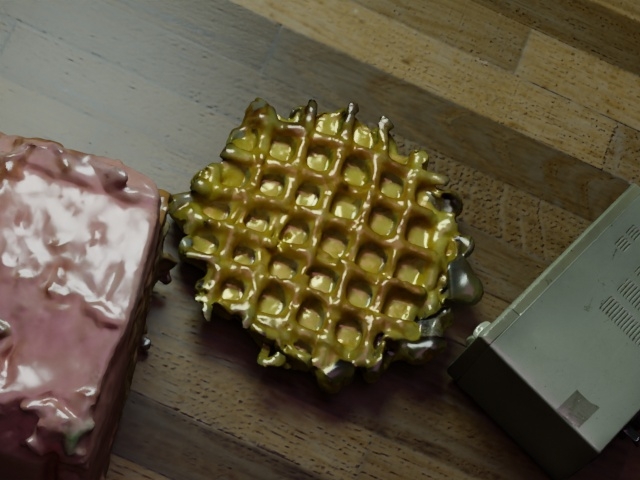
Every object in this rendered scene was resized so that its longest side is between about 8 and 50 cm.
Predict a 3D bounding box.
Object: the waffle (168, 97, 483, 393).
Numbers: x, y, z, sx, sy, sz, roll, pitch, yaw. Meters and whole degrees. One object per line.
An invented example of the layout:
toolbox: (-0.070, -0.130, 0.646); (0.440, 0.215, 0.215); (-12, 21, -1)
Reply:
waffle: (0.007, 0.009, 1.931); (0.329, 0.062, 0.329); (5, 69, -12)

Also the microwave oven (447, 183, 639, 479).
microwave oven: (0.279, 0.099, 1.913); (0.194, 0.145, 0.240); (46, 68, 4)

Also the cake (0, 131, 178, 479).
cake: (-0.306, 0.069, 1.721); (0.314, 0.293, 0.307); (15, 65, 0)
